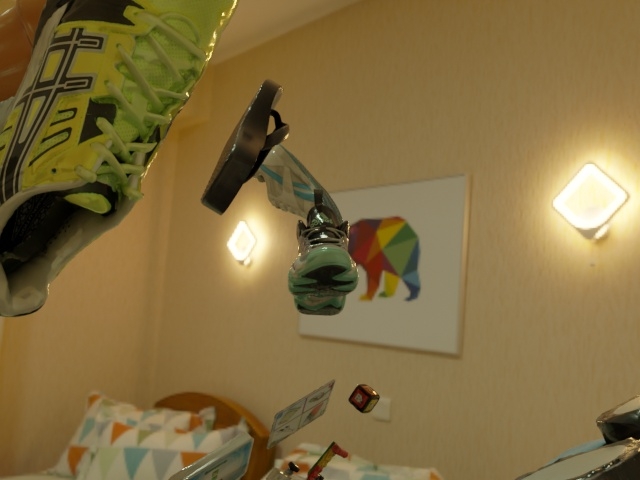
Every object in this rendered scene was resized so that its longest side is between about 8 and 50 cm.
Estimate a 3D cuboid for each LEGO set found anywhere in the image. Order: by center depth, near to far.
[{"bbox_3d":[-0.033,0.226,0.608,0.060,0.183,0.244,37,39,30],"label":"LEGO set"}]

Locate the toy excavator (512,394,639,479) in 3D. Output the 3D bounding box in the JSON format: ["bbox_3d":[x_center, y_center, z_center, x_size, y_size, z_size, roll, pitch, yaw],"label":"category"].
[{"bbox_3d":[0.100,0.311,0.492,0.432,0.222,0.445,-12,-20,-38],"label":"toy excavator"}]

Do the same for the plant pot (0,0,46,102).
[{"bbox_3d":[-0.392,-0.213,0.880,0.187,0.205,0.205,-25,-2,-10],"label":"plant pot"}]

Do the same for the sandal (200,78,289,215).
[{"bbox_3d":[-0.075,-0.099,0.728,0.054,0.254,0.097,30,-57,-13],"label":"sandal"}]

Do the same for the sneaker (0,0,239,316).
[{"bbox_3d":[-0.167,-0.100,0.535,0.147,0.385,0.145,46,13,33],"label":"sneaker"}]

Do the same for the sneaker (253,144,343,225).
[{"bbox_3d":[-0.041,-0.082,1.280,0.229,0.092,0.087,51,9,24],"label":"sneaker"}]

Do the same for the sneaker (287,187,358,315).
[{"bbox_3d":[0.000,0.000,0.373,0.038,0.069,0.098,3,-19,-6],"label":"sneaker"}]
